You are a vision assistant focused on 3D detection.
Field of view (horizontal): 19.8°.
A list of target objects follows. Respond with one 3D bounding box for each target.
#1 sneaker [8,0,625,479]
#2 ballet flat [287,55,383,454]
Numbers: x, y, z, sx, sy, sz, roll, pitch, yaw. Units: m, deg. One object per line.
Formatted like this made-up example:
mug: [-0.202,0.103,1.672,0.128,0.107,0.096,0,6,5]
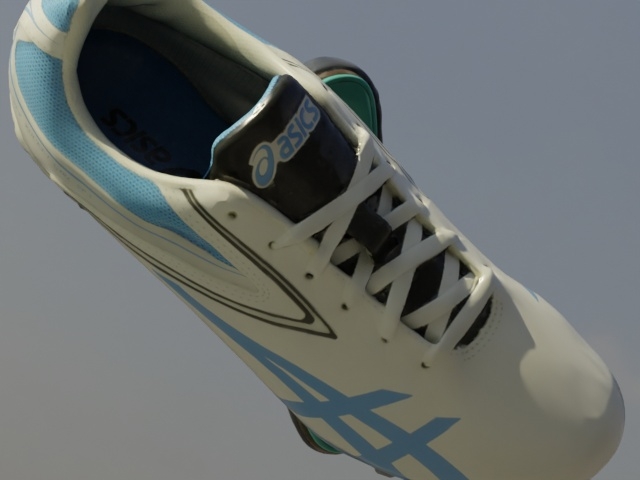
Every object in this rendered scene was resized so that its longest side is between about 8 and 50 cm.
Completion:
sneaker: [0.000,0.000,0.578,0.237,0.085,0.086,38,-21,-2]
ballet flat: [0.002,0.006,0.938,0.074,0.203,0.074,-1,13,0]
